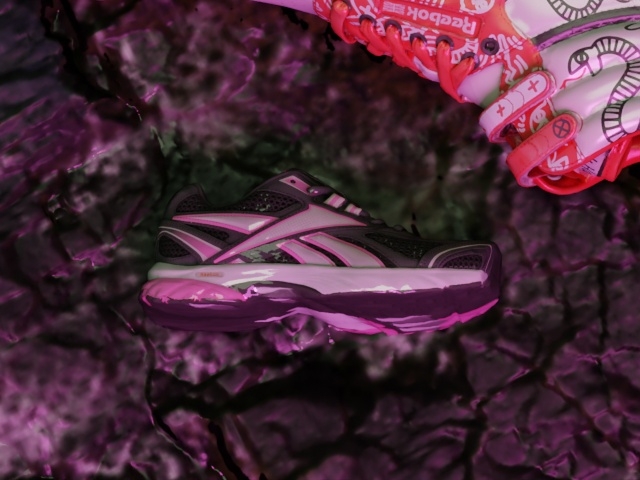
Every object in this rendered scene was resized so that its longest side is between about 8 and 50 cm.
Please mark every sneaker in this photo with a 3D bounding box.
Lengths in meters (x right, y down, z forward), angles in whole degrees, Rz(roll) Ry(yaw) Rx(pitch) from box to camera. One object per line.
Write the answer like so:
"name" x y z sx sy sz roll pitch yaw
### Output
"sneaker" 0.000 0.000 0.855 0.178 0.072 0.077 1 72 4
"sneaker" 0.070 -0.098 0.843 0.270 0.090 0.145 -1 80 7
